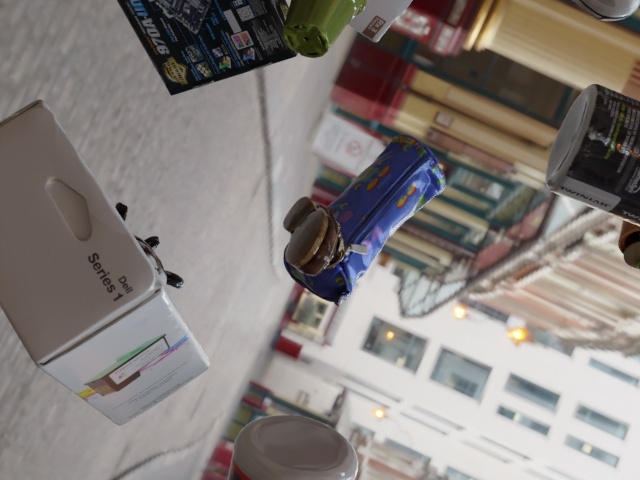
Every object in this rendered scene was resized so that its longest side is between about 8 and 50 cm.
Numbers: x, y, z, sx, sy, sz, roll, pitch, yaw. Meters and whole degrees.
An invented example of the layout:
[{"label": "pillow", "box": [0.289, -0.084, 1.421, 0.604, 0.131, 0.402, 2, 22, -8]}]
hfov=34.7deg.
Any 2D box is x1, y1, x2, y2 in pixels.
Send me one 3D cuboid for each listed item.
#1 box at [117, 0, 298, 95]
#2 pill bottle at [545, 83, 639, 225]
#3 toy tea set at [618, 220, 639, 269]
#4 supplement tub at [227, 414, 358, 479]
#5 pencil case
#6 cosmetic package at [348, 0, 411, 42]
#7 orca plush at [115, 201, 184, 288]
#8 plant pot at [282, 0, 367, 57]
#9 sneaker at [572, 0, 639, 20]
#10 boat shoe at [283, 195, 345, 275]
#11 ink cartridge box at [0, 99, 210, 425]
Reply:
[{"label": "box", "box": [-0.143, -0.290, 1.186, 0.051, 0.175, 0.220, -80, 149, -50]}, {"label": "pill bottle", "box": [0.388, -0.072, 1.139, 0.130, 0.245, 0.130, -158, -90, -90]}, {"label": "toy tea set", "box": [0.637, -0.039, 1.653, 0.336, 0.200, 0.124, -51, -164, 42]}, {"label": "supplement tub", "box": [-0.058, 0.425, 1.573, 0.191, 0.191, 0.272, -64, 166, -70]}, {"label": "pencil case", "box": [0.074, -0.037, 1.581, 0.306, 0.119, 0.133, -46, -169, -30]}, {"label": "cosmetic package", "box": [0.054, -0.347, 1.227, 0.117, 0.085, 0.231, -50, -154, 24]}, {"label": "orca plush", "box": [-0.241, 0.003, 1.319, 0.287, 0.151, 0.102, -64, 163, -84]}, {"label": "plant pot", "box": [-0.003, -0.235, 1.062, 0.083, 0.083, 0.079, 114, -1, -60]}, {"label": "sneaker", "box": [0.475, -0.580, 1.747, 0.169, 0.448, 0.257, -27, -163, -2]}, {"label": "boat shoe", "box": [0.000, 0.000, 1.292, 0.073, 0.073, 0.207, -46, -165, 12]}, {"label": "ink cartridge box", "box": [-0.213, 0.034, 0.917, 0.117, 0.201, 0.278, -33, 163, -9]}]
